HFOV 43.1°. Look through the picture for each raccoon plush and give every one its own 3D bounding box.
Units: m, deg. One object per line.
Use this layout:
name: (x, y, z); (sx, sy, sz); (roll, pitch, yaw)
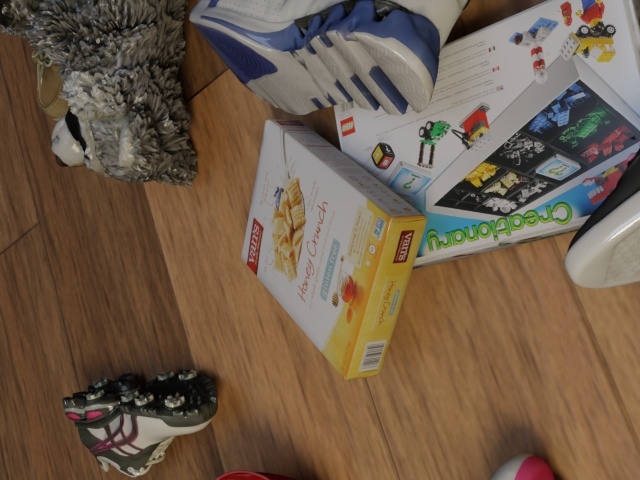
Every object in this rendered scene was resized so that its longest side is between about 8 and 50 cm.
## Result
raccoon plush: (-0.183, -0.272, 0.930); (0.299, 0.216, 0.446); (48, 116, 16)

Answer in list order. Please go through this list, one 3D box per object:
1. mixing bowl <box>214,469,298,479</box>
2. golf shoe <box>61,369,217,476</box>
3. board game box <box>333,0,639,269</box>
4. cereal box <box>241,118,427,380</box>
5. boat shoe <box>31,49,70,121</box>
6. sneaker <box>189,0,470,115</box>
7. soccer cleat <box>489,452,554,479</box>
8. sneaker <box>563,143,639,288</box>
mixing bowl: (-0.040, 0.325, 0.865); (0.182, 0.098, 0.181); (1, 91, 40)
golf shoe: (-0.213, 0.232, 1.023); (0.273, 0.105, 0.120); (-11, 99, 45)
board game box: (0.154, -0.089, 0.734); (0.305, 0.053, 0.192); (-16, 80, 39)
cereal box: (0.000, 0.000, 0.810); (0.240, 0.047, 0.172); (42, 128, 48)
boat shoe: (-0.356, -0.306, 1.130); (0.105, 0.089, 0.285); (29, 108, 35)
sneaker: (0.030, -0.224, 0.784); (0.316, 0.127, 0.182); (18, 66, 47)
soccer cleat: (0.135, 0.346, 0.709); (0.143, 0.116, 0.331); (3, 92, 39)
sneaker: (0.268, -0.096, 0.579); (0.296, 0.104, 0.147); (-41, 52, 8)
